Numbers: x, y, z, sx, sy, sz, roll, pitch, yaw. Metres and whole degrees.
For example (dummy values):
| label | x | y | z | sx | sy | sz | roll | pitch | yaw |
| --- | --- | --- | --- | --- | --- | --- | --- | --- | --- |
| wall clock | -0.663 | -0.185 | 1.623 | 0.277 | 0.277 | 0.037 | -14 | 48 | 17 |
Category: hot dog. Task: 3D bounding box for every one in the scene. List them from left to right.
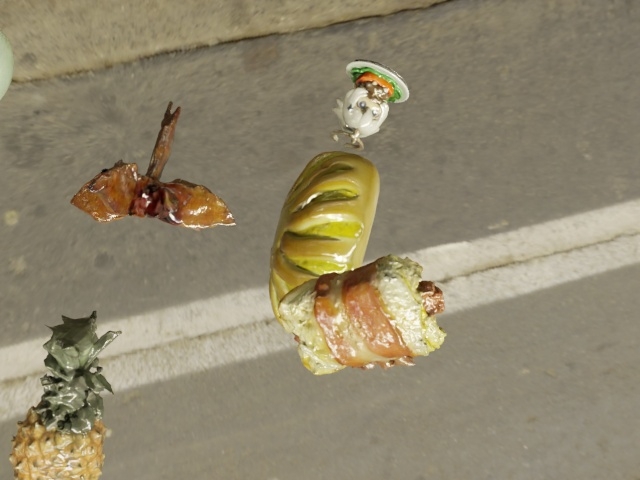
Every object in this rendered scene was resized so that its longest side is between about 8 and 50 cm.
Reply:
| label | x | y | z | sx | sy | sz | roll | pitch | yaw |
| --- | --- | --- | --- | --- | --- | --- | --- | --- | --- |
| hot dog | 0.055 | 0.093 | 1.162 | 0.213 | 0.103 | 0.146 | -10 | 107 | 28 |

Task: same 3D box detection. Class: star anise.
| label | x | y | z | sx | sy | sz | roll | pitch | yaw |
| --- | --- | --- | --- | --- | --- | --- | --- | --- | --- |
| star anise | -0.163 | -0.080 | 0.919 | 0.158 | 0.140 | 0.144 | 13 | 87 | -29 |

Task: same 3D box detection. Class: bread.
| label | x | y | z | sx | sy | sz | roll | pitch | yaw |
| --- | --- | --- | --- | --- | --- | --- | --- | --- | --- |
| bread | 0.000 | 0.000 | 1.610 | 0.160 | 0.333 | 0.332 | 14 | 93 | -1 |

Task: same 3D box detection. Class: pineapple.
| label | x | y | z | sx | sy | sz | roll | pitch | yaw |
| --- | --- | --- | --- | --- | --- | --- | --- | --- | --- |
| pineapple | -0.321 | 0.209 | 1.174 | 0.128 | 0.128 | 0.248 | 11 | 117 | -13 |

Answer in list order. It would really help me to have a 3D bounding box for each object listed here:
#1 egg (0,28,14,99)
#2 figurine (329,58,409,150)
| label | x | y | z | sx | sy | sz | roll | pitch | yaw |
| --- | --- | --- | --- | --- | --- | --- | --- | --- | --- |
| egg | -0.462 | -0.205 | 1.098 | 0.192 | 0.149 | 0.149 | -14 | 99 | -11 |
| figurine | 0.077 | -0.237 | 1.716 | 0.132 | 0.132 | 0.153 | 30 | 75 | -13 |
